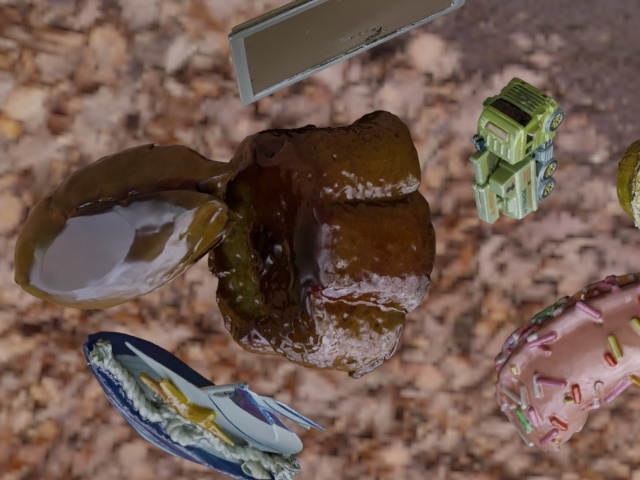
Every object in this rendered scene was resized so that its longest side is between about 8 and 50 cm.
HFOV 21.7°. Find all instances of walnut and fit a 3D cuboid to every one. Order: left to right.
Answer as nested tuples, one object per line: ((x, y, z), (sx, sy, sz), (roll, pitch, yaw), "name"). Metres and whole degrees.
((-0.184, -0.014, 1.549), (0.245, 0.137, 0.137), (-30, 140, 22), "walnut")

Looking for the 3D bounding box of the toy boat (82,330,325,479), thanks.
((-0.076, 0.130, 1.348), (0.220, 0.067, 0.291), (36, 157, -16), "toy boat")

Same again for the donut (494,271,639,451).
((0.181, 0.070, 1.025), (0.166, 0.065, 0.117), (-27, 145, 10), "donut")

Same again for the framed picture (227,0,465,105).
((0.033, -0.231, 1.729), (0.273, 0.016, 0.216), (-24, 167, -6), "framed picture")

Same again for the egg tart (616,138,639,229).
((0.272, -0.051, 1.374), (0.039, 0.105, 0.105), (11, 160, 34), "egg tart")

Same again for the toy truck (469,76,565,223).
((0.213, -0.092, 1.881), (0.077, 0.100, 0.169), (36, 150, 27), "toy truck")

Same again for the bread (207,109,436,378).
((-0.007, 0.007, 1.563), (0.135, 0.247, 0.232), (0, 176, -40), "bread")
